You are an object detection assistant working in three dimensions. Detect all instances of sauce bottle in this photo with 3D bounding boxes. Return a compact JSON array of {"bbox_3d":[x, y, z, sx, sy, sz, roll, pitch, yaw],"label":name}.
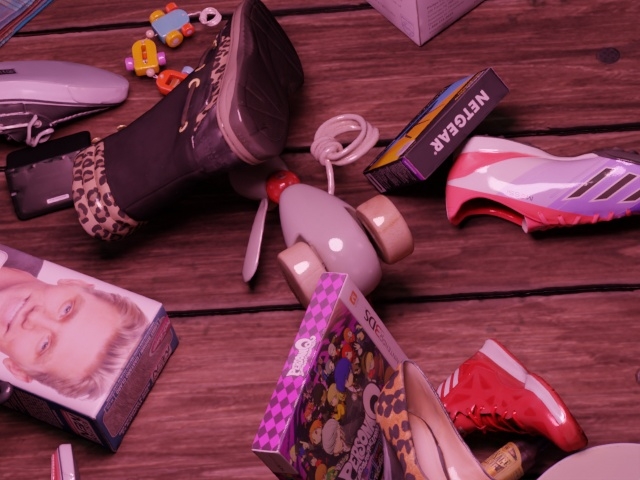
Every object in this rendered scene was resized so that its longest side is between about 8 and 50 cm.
[{"bbox_3d":[0.219,0.256,1.676,0.128,0.042,0.042,-36,59,-16],"label":"sauce bottle"}]

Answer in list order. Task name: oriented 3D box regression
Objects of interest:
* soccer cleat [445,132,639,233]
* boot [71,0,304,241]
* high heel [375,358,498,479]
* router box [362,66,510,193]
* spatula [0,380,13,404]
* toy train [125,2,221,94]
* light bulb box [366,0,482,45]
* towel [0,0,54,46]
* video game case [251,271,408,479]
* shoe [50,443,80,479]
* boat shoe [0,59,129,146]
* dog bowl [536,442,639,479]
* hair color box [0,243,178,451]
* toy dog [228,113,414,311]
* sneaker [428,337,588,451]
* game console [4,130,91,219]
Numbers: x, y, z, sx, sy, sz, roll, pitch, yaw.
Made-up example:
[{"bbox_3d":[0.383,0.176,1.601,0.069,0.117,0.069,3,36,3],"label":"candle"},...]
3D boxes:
[{"bbox_3d":[0.314,-0.054,1.834,0.318,0.108,0.116,9,69,17],"label":"soccer cleat"},{"bbox_3d":[-0.172,-0.161,1.916,0.284,0.138,0.377,-30,29,20],"label":"boot"},{"bbox_3d":[0.143,0.218,1.577,0.093,0.261,0.186,6,81,-32],"label":"high heel"},{"bbox_3d":[0.150,-0.142,1.894,0.046,0.133,0.179,48,69,-11],"label":"router box"},{"bbox_3d":[-0.498,0.228,1.739,0.296,0.030,0.084,-21,55,7],"label":"spatula"},{"bbox_3d":[-0.206,-0.262,2.080,0.125,0.046,0.166,14,61,11],"label":"toy train"},{"bbox_3d":[0.188,-0.532,2.004,0.358,0.361,0.225,-37,60,-16],"label":"light bulb box"},{"bbox_3d":[-0.595,-0.401,2.232,0.370,0.040,0.271,32,66,26],"label":"towel"},{"bbox_3d":[0.021,0.188,1.650,0.042,0.210,0.232,2,55,33],"label":"video game case"},{"bbox_3d":[-0.319,0.325,1.698,0.081,0.063,0.178,-9,60,-3],"label":"shoe"},{"bbox_3d":[-0.418,-0.183,2.016,0.306,0.105,0.113,-7,29,-28],"label":"boat shoe"},{"bbox_3d":[0.331,0.355,1.555,0.265,0.104,0.265,-4,57,6],"label":"dog bowl"},{"bbox_3d":[-0.373,0.114,1.821,0.347,0.105,0.174,19,62,19],"label":"hair color box"},{"bbox_3d":[0.000,0.000,1.818,0.220,0.161,0.333,-16,34,3],"label":"toy dog"},{"bbox_3d":[0.207,0.208,1.666,0.128,0.087,0.221,-39,26,-4],"label":"sneaker"},{"bbox_3d":[-0.367,-0.091,2.010,0.122,0.071,0.107,-17,86,-2],"label":"game console"}]
